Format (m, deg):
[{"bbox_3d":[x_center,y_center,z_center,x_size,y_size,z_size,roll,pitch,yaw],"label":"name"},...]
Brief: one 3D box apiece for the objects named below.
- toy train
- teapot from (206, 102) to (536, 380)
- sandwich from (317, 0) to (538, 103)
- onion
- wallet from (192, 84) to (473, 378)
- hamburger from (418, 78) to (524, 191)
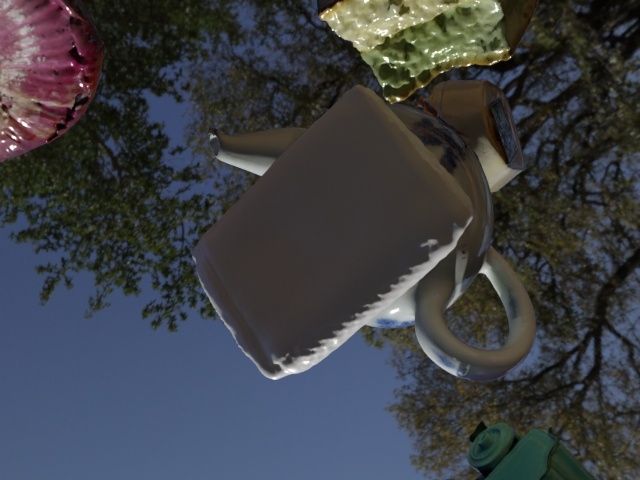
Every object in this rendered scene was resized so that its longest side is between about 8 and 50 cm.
[{"bbox_3d":[0.199,0.291,0.612,0.112,0.163,0.203,43,-96,-3],"label":"toy train"},{"bbox_3d":[0.044,-0.013,0.630,0.280,0.252,0.424,-29,-120,-37],"label":"teapot"},{"bbox_3d":[0.061,-0.213,0.469,0.108,0.220,0.186,43,-113,-38],"label":"sandwich"},{"bbox_3d":[-0.290,-0.178,0.446,0.230,0.230,0.163,6,-132,-29],"label":"onion"},{"bbox_3d":[0.000,0.000,0.381,0.124,0.183,0.032,53,-157,16],"label":"wallet"},{"bbox_3d":[0.296,-0.199,1.131,0.295,0.152,0.226,-6,-102,-62],"label":"hamburger"}]
